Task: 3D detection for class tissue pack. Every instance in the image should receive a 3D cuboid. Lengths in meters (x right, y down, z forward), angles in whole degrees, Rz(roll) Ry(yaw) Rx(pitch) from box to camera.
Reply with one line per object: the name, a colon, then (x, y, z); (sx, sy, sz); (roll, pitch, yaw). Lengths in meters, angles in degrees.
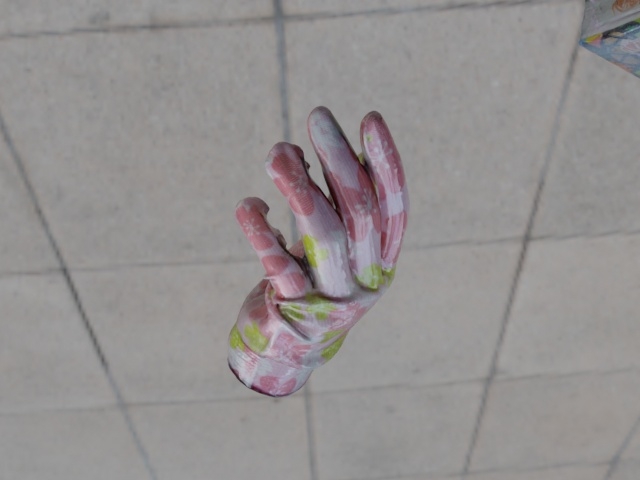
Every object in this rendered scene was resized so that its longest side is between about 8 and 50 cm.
tissue pack: (0.304, -0.167, 1.089); (0.148, 0.060, 0.108); (22, 157, -31)

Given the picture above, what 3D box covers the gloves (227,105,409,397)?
gloves: (0.006, 0.009, 1.049); (0.145, 0.126, 0.241); (-8, 141, -43)
